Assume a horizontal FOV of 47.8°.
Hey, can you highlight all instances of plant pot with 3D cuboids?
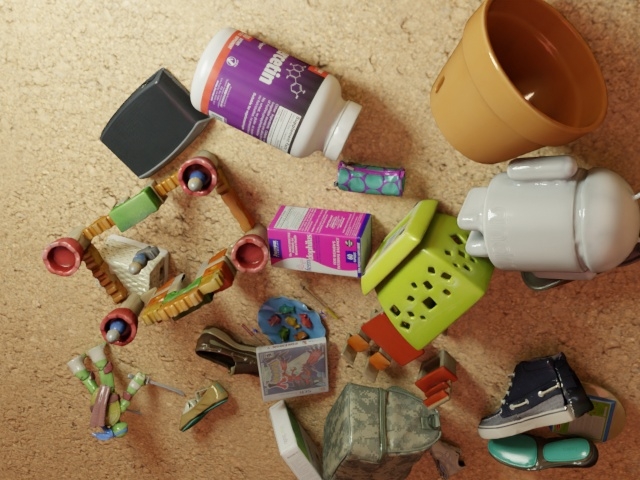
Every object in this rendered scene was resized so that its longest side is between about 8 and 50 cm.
[{"bbox_3d":[0.337,-0.270,1.300,0.291,0.291,0.203,39,141,-10],"label":"plant pot"},{"bbox_3d":[0.229,0.059,1.569,0.207,0.228,0.227,39,125,-3],"label":"plant pot"}]

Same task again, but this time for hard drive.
[{"bbox_3d":[-0.384,-0.256,1.650,0.254,0.054,0.172,-34,107,32],"label":"hard drive"}]

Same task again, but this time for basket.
[{"bbox_3d":[-0.490,0.074,1.868,0.167,0.103,0.113,16,126,6],"label":"basket"}]

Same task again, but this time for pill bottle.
[{"bbox_3d":[-0.086,-0.285,1.460,0.322,0.181,0.182,25,126,-1],"label":"pill bottle"}]

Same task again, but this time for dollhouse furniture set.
[{"bbox_3d":[0.214,0.275,1.762,0.259,0.135,0.262,42,124,-12],"label":"dollhouse furniture set"}]

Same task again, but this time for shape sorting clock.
[{"bbox_3d":[0.644,0.423,1.784,0.206,0.040,0.206,11,127,15],"label":"shape sorting clock"}]

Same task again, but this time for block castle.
[{"bbox_3d":[-0.366,0.026,1.657,0.453,0.213,0.303,-29,108,11],"label":"block castle"}]

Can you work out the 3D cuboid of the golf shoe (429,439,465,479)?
[{"bbox_3d":[0.339,0.570,1.975,0.086,0.069,0.176,-23,117,7],"label":"golf shoe"}]

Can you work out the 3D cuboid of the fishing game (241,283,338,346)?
[{"bbox_3d":[-0.080,0.227,1.881,0.264,0.041,0.189,-31,110,34],"label":"fishing game"}]

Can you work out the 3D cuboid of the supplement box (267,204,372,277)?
[{"bbox_3d":[0.000,0.000,1.664,0.220,0.114,0.111,6,125,15],"label":"supplement box"}]

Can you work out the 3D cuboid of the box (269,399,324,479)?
[{"bbox_3d":[-0.029,0.626,2.014,0.058,0.232,0.322,-30,111,-1],"label":"box"}]

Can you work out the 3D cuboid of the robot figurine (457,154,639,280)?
[{"bbox_3d":[0.451,-0.037,1.395,0.353,0.200,0.300,-1,134,33],"label":"robot figurine"}]

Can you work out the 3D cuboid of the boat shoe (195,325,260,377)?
[{"bbox_3d":[-0.220,0.331,1.952,0.257,0.095,0.095,25,137,3],"label":"boat shoe"}]

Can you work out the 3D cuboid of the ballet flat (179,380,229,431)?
[{"bbox_3d":[-0.352,0.484,2.126,0.232,0.080,0.073,-40,76,31],"label":"ballet flat"}]

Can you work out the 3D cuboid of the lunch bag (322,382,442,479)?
[{"bbox_3d":[0.154,0.517,1.874,0.255,0.213,0.305,10,142,-8],"label":"lunch bag"}]

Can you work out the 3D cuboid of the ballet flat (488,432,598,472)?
[{"bbox_3d":[0.572,0.551,1.851,0.280,0.095,0.096,-7,146,38],"label":"ballet flat"}]

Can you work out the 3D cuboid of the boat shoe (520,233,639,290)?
[{"bbox_3d":[0.570,0.015,1.506,0.307,0.104,0.111,-22,80,33],"label":"boat shoe"}]

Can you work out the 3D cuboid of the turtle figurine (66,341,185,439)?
[{"bbox_3d":[-0.606,0.433,2.142,0.197,0.274,0.266,-29,91,54],"label":"turtle figurine"}]

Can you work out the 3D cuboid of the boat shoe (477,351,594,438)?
[{"bbox_3d":[0.498,0.380,1.772,0.340,0.127,0.158,-34,72,48],"label":"boat shoe"}]

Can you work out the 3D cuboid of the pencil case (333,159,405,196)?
[{"bbox_3d":[0.109,-0.135,1.570,0.151,0.065,0.070,7,149,12],"label":"pencil case"}]

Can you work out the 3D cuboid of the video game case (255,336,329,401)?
[{"bbox_3d":[-0.071,0.343,1.909,0.183,0.023,0.201,-8,129,-6],"label":"video game case"}]
